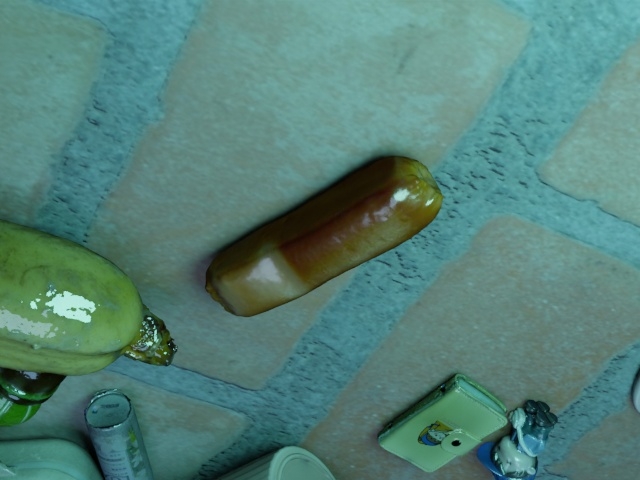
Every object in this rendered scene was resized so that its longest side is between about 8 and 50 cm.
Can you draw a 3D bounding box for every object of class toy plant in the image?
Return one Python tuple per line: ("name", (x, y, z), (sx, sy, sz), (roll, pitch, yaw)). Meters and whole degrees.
("toy plant", (-0.383, 0.176, 1.189), (0.093, 0.092, 0.162), (29, 128, -23))

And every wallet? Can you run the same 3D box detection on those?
("wallet", (0.168, 0.250, 1.287), (0.110, 0.039, 0.155), (35, 122, -22))

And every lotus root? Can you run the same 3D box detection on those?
("lotus root", (-0.321, 0.065, 1.058), (0.343, 0.151, 0.169), (16, 144, -19))

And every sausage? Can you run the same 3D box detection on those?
("sausage", (0.000, 0.000, 1.043), (0.300, 0.083, 0.089), (-27, 132, 25))

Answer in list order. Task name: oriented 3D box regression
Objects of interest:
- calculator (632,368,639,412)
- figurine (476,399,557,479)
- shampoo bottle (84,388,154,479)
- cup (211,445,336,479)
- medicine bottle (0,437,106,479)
("calculator", (0.468, 0.179, 1.234), (0.103, 0.024, 0.166), (5, 131, -4))
("figurine", (0.281, 0.281, 1.303), (0.079, 0.077, 0.136), (15, 119, -36))
("shampoo bottle", (-0.274, 0.302, 1.311), (0.072, 0.072, 0.214), (-2, 131, 2))
("cup", (-0.130, 0.412, 1.321), (0.273, 0.208, 0.288), (-30, 117, 23))
("medicine bottle", (-0.483, 0.402, 1.359), (0.375, 0.123, 0.282), (-8, 127, 7))
